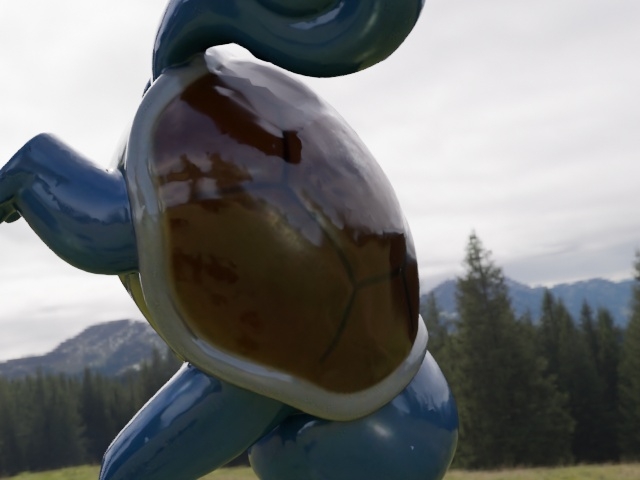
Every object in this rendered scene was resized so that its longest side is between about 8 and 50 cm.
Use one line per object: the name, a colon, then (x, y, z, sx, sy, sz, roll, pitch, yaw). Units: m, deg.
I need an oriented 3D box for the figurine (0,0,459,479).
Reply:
figurine: (-0.039, -0.007, 0.526, 0.242, 0.416, 0.298, 0, 28, 15)
